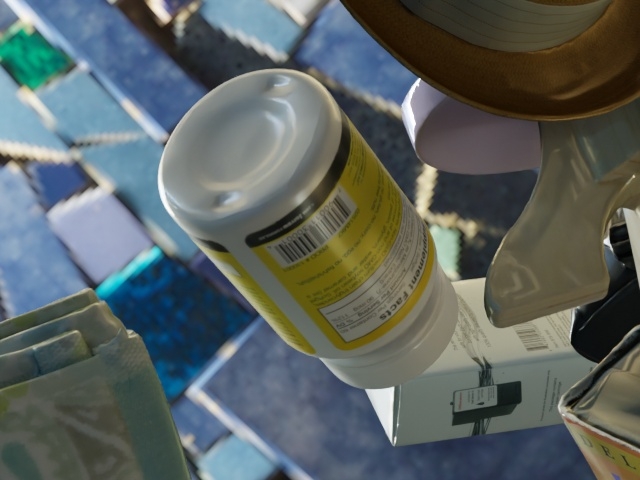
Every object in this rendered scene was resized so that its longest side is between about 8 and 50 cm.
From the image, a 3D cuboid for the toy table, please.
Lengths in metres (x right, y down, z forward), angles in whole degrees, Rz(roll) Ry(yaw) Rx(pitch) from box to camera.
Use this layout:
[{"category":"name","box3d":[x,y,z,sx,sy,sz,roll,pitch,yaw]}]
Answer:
[{"category":"toy table","box3d":[0.203,-0.056,1.053,0.252,0.274,0.161,56,-166,-63]}]

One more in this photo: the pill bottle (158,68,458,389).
[{"category":"pill bottle","box3d":[0.000,0.000,1.090,0.119,0.119,0.208,22,160,41]}]

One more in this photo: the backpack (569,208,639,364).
[{"category":"backpack","box3d":[0.311,-0.070,1.363,0.273,0.290,0.355,34,-157,-33]}]

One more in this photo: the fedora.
[{"category":"fedora","box3d":[0.075,-0.134,0.606,0.194,0.194,0.079,47,140,-7]}]

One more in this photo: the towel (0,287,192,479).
[{"category":"towel","box3d":[-0.198,0.245,0.936,0.090,0.320,0.374,177,75,-72]}]

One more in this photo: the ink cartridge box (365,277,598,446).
[{"category":"ink cartridge box","box3d":[0.146,0.111,1.701,0.153,0.208,0.087,-116,25,-55]}]

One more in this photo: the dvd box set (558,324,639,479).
[{"category":"dvd box set","box3d":[0.283,0.230,0.654,0.307,0.062,0.420,20,147,56]}]
